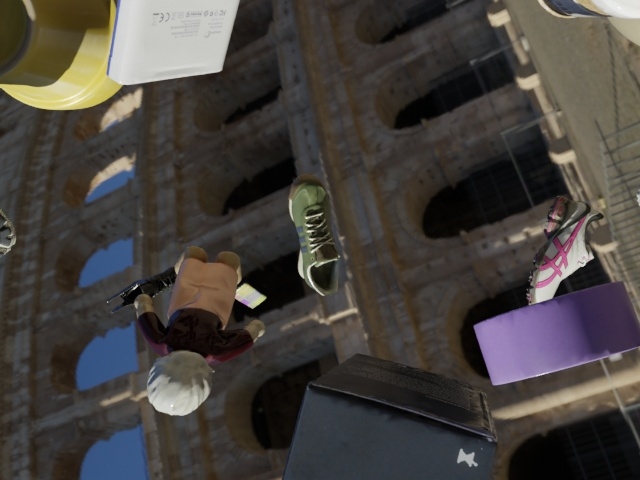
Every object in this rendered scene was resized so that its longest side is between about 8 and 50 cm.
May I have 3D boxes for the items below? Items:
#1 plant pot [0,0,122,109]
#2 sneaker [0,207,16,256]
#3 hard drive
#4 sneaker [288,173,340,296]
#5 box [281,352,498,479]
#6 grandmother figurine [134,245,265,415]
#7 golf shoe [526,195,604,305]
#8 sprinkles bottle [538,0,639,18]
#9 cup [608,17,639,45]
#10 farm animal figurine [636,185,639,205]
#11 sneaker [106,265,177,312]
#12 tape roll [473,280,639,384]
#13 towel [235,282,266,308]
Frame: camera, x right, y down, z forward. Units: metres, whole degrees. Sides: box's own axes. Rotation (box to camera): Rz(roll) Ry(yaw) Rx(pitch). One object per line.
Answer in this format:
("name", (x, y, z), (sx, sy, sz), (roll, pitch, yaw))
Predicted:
("plant pot", (-0.432, -0.320, 0.984), (0.254, 0.254, 0.239), (64, -166, -8))
("sneaker", (-0.515, -0.058, 0.822), (0.275, 0.107, 0.110), (35, -177, -28))
("hard drive", (-0.176, -0.375, 0.902), (0.040, 0.318, 0.210), (34, -146, 20))
("sneaker", (0.000, 0.000, 1.001), (0.086, 0.064, 0.192), (-129, 29, -51))
("box", (0.101, 0.479, 1.149), (0.472, 0.298, 0.479), (23, -99, -79))
("grandmother figurine", (-0.193, 0.136, 1.049), (0.342, 0.208, 0.104), (-85, -4, -59))
("golf shoe", (0.377, 0.028, 1.034), (0.067, 0.086, 0.186), (3, -75, -72))
("sprinkles bottle", (0.369, -0.353, 0.868), (0.121, 0.121, 0.355), (62, -166, -14))
("cup", (0.712, -0.481, 1.260), (0.331, 0.331, 0.237), (56, -148, -31))
("farm animal figurine", (0.719, -0.142, 1.087), (0.172, 0.327, 0.330), (-22, -52, -45))
("sneaker", (-0.363, 0.103, 1.419), (0.089, 0.170, 0.051), (-94, -14, -79))
("tape roll", (0.293, 0.116, 0.825), (0.189, 0.189, 0.080), (18, -125, -67))
("towel", (-0.190, 0.144, 1.755), (0.083, 0.060, 0.009), (38, -153, -32))
